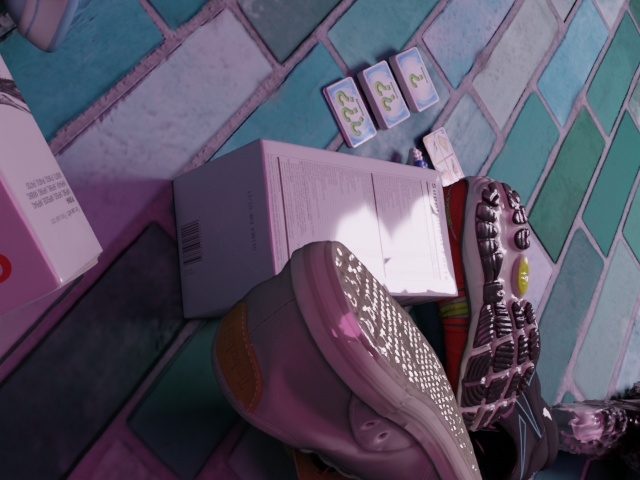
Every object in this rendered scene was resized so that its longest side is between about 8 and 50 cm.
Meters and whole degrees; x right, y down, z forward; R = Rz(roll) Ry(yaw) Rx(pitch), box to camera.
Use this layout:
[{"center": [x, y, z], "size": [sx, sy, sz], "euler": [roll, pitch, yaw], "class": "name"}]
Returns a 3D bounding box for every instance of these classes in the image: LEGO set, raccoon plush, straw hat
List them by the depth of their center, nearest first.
[{"center": [-0.003, 0.190, 0.819], "size": [0.144, 0.061, 0.145], "euler": [12, 75, -51], "class": "straw hat"}, {"center": [0.122, -0.104, 1.038], "size": [0.182, 0.060, 0.244], "euler": [-32, 102, -41], "class": "LEGO set"}, {"center": [0.488, 0.365, 1.231], "size": [0.446, 0.216, 0.299], "euler": [1, 91, -15], "class": "raccoon plush"}]

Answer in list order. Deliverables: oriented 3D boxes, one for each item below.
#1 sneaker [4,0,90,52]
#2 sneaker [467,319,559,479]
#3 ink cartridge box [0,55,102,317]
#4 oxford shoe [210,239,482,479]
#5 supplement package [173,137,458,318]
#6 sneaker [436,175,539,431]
[{"center": [-0.241, -0.240, 0.582], "size": [0.208, 0.319, 0.127], "euler": [32, 94, -26], "class": "sneaker"}, {"center": [0.207, 0.161, 1.011], "size": [0.106, 0.101, 0.267], "euler": [-21, 93, -44], "class": "sneaker"}, {"center": [-0.284, -0.058, 0.504], "size": [0.273, 0.197, 0.114], "euler": [64, 2, -10], "class": "ink cartridge box"}, {"center": [0.042, 0.143, 0.746], "size": [0.449, 0.130, 0.169], "euler": [48, 17, -54], "class": "oxford shoe"}, {"center": [0.000, 0.000, 0.826], "size": [0.244, 0.134, 0.139], "euler": [5, 74, -44], "class": "supplement package"}, {"center": [0.168, 0.068, 0.954], "size": [0.107, 0.118, 0.279], "euler": [-1, 95, -33], "class": "sneaker"}]
